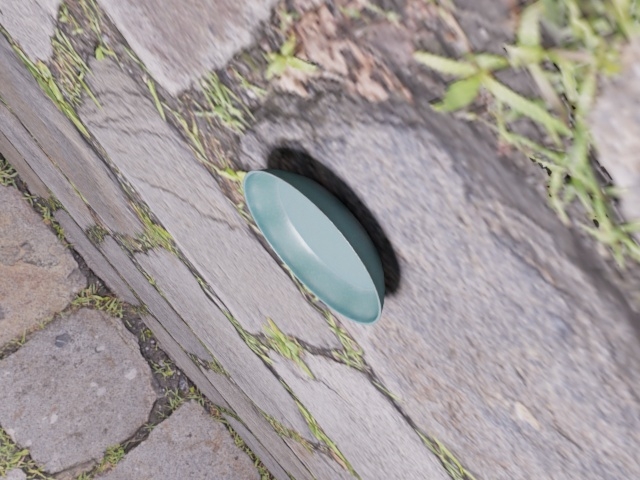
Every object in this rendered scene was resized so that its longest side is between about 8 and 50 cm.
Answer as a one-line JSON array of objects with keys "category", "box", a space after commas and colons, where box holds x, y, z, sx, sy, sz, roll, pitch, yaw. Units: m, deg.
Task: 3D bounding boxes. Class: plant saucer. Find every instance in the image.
[{"category": "plant saucer", "box": [0.000, 0.000, 0.440, 0.119, 0.021, 0.119, 42, 159, 20]}]
